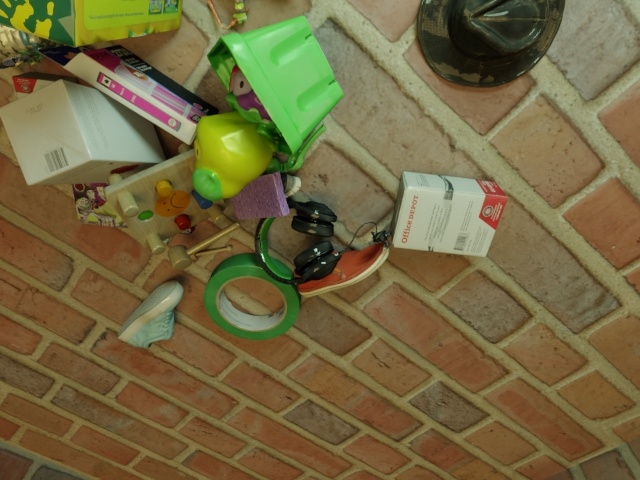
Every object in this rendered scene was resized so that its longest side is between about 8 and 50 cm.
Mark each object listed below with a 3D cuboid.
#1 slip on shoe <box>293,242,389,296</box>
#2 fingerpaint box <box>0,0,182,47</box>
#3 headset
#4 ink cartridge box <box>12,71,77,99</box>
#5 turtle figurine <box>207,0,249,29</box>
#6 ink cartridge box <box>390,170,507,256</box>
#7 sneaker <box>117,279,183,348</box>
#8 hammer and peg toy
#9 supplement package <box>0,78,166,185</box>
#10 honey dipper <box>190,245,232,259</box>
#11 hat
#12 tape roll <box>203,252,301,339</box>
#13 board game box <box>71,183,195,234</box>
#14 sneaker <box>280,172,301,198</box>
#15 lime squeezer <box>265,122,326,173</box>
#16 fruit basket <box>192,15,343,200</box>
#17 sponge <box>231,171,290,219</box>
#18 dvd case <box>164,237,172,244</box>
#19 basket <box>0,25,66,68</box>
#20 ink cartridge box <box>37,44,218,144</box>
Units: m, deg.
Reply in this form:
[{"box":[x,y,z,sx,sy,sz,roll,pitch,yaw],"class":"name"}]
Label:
[{"box":[0.058,0.079,1.270,0.331,0.123,0.101,-22,113,21],"class":"slip on shoe"},{"box":[-0.382,-0.574,0.707,0.163,0.445,0.371,16,121,-5],"class":"fingerpaint box"},{"box":[0.000,0.000,1.194,0.394,0.185,0.243,-5,91,24],"class":"headset"},{"box":[-0.715,-0.345,1.083,0.127,0.072,0.175,7,121,-1],"class":"ink cartridge box"},{"box":[-0.165,-0.611,0.878,0.217,0.087,0.269,-2,121,5],"class":"turtle figurine"},{"box":[0.350,-0.074,1.154,0.273,0.114,0.197,6,122,-1],"class":"ink cartridge box"},{"box":[-0.556,0.267,1.422,0.150,0.135,0.366,37,125,-26],"class":"sneaker"},{"box":[-0.382,-0.081,1.107,0.266,0.127,0.361,-30,153,-15],"class":"hammer and peg toy"},{"box":[-0.548,-0.244,0.983,0.177,0.293,0.175,-17,96,13],"class":"supplement package"},{"box":[-0.365,0.037,1.319,0.161,0.030,0.030,-12,120,7],"class":"honey dipper"},{"box":[0.388,-0.484,0.895,0.331,0.134,0.331,2,122,2],"class":"hat"},{"box":[-0.228,0.196,1.377,0.321,0.077,0.321,2,122,3],"class":"tape roll"},{"box":[-0.555,-0.134,1.208,0.347,0.056,0.208,5,112,1],"class":"board game box"},{"box":[-0.139,-0.140,1.157,0.170,0.063,0.075,-30,143,28],"class":"sneaker"},{"box":[-0.117,-0.223,1.110,0.310,0.059,0.110,-14,160,15],"class":"lime squeezer"},{"box":[-0.172,-0.278,0.893,0.392,0.392,0.283,-24,117,17],"class":"fruit basket"},{"box":[-0.176,-0.121,1.132,0.210,0.031,0.117,-1,110,43],"class":"sponge"},{"box":[-0.519,-0.048,1.285,0.119,0.013,0.087,31,118,-15],"class":"dvd case"},{"box":[-0.749,-0.487,0.896,0.289,0.255,0.201,-2,115,-7],"class":"basket"},{"box":[-0.444,-0.379,0.985,0.371,0.175,0.069,29,118,-13],"class":"ink cartridge box"}]
